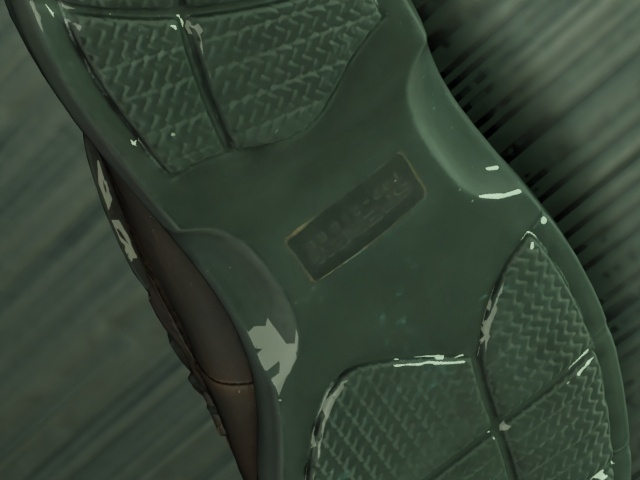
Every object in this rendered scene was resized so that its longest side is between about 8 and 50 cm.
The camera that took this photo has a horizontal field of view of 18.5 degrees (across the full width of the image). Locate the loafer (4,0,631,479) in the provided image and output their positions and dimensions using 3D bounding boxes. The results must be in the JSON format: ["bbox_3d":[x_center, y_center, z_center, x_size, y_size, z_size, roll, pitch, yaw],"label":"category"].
[{"bbox_3d":[0.000,0.000,0.528,0.109,0.095,0.302,-32,124,-8],"label":"loafer"}]
